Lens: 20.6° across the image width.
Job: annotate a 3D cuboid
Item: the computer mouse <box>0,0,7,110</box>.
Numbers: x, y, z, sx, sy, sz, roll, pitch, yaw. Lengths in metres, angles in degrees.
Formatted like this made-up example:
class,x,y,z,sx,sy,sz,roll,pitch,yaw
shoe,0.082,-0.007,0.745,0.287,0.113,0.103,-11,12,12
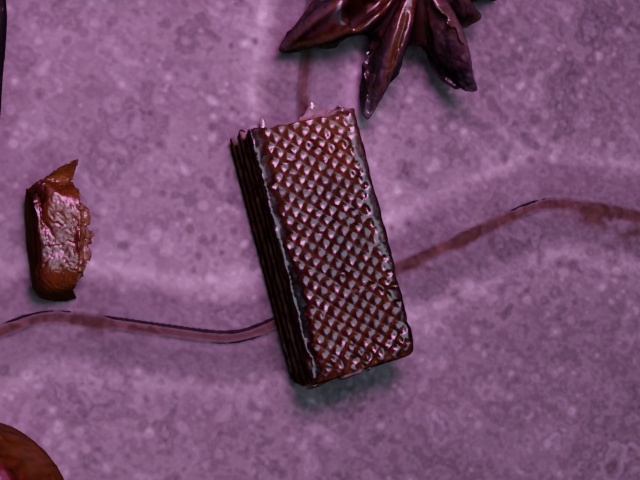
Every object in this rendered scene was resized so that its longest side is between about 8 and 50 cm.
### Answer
class,x,y,z,sx,sy,sz,roll,pitch,yaw
computer mouse,-0.320,-0.138,1.459,0.147,0.088,0.264,-1,70,16

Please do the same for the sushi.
class,x,y,z,sx,sy,sz,roll,pitch,yaw
sushi,-0.224,-0.008,1.517,0.055,0.052,0.120,-5,89,-20

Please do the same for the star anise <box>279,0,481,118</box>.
class,x,y,z,sx,sy,sz,roll,pitch,yaw
star anise,0.079,-0.248,1.604,0.212,0.129,0.282,7,93,-12

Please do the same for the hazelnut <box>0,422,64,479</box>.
class,x,y,z,sx,sy,sz,roll,pitch,yaw
hazelnut,-0.298,0.244,1.409,0.208,0.208,0.208,1,86,-19

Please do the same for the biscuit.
class,x,y,z,sx,sy,sz,roll,pitch,yaw
biscuit,0.000,0.000,1.585,0.106,0.070,0.252,-14,91,-20
